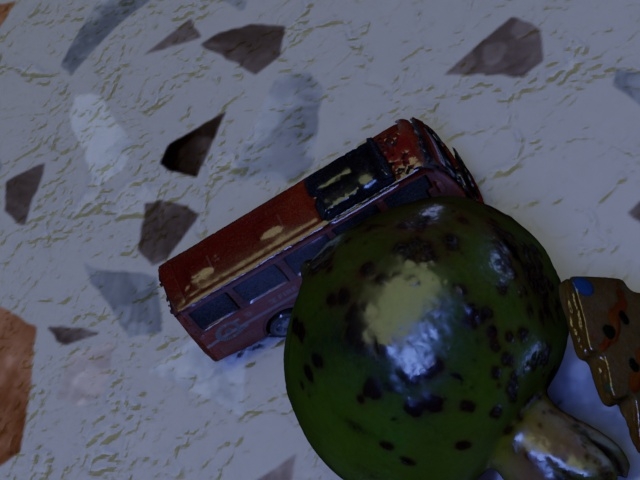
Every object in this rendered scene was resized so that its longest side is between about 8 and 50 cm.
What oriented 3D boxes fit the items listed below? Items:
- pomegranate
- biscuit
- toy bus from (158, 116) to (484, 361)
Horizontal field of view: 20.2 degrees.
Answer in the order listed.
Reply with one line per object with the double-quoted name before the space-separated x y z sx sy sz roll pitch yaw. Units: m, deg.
"pomegranate" 0.087 0.086 1.149 0.248 0.202 0.202 36 79 11
"biscuit" 0.199 0.070 1.133 0.019 0.130 0.119 -35 17 44
"toy bus" 0.000 0.000 1.301 0.235 0.096 0.073 -31 52 7
